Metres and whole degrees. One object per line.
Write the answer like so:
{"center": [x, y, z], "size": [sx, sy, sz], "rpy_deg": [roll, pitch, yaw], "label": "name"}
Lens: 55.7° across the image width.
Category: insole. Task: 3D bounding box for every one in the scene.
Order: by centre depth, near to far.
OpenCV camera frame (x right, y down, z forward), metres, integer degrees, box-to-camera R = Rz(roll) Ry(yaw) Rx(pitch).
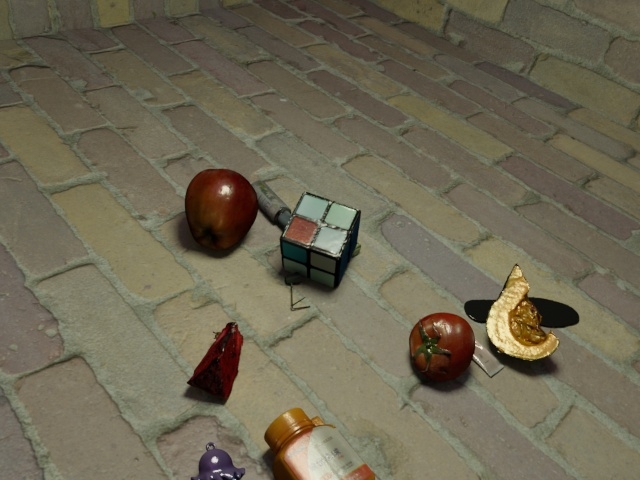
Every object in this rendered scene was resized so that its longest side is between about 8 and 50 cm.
{"center": [0.577, 0.205, 1.734], "size": [0.348, 0.009, 0.119], "rpy_deg": [2, 39, -11], "label": "insole"}

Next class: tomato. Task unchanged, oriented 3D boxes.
{"center": [0.306, 0.258, 1.507], "size": [0.167, 0.167, 0.167], "rpy_deg": [6, 39, -5], "label": "tomato"}

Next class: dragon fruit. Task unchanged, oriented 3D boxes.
{"center": [-0.243, 0.260, 1.410], "size": [0.092, 0.123, 0.192], "rpy_deg": [2, 40, 13], "label": "dragon fruit"}

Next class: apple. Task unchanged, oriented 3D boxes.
{"center": [-0.288, -0.095, 1.738], "size": [0.233, 0.234, 0.234], "rpy_deg": [6, 39, -5], "label": "apple"}

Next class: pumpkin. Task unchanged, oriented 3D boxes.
{"center": [0.509, 0.218, 1.638], "size": [0.162, 0.111, 0.279], "rpy_deg": [-14, 56, -4], "label": "pumpkin"}

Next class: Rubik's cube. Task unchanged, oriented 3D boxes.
{"center": [0.000, 0.000, 1.695], "size": [0.180, 0.167, 0.184], "rpy_deg": [21, 58, 11], "label": "Rubik's cube"}

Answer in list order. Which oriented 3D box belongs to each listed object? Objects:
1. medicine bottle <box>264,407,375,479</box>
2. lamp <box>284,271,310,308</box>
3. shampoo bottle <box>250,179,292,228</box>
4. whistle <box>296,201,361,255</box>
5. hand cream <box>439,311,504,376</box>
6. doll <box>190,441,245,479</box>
{"center": [-0.013, 0.454, 1.223], "size": [0.149, 0.112, 0.222], "rpy_deg": [-21, 49, -33], "label": "medicine bottle"}
{"center": [-0.070, 0.136, 1.658], "size": [0.054, 0.041, 0.121], "rpy_deg": [-13, 41, -14], "label": "lamp"}
{"center": [-0.150, -0.109, 1.906], "size": [0.072, 0.072, 0.214], "rpy_deg": [-19, 47, -31], "label": "shampoo bottle"}
{"center": [0.018, -0.040, 1.863], "size": [0.258, 0.067, 0.126], "rpy_deg": [38, 32, 23], "label": "whistle"}
{"center": [0.385, 0.270, 1.598], "size": [0.052, 0.038, 0.216], "rpy_deg": [-40, 60, -11], "label": "hand cream"}
{"center": [-0.192, 0.492, 1.181], "size": [0.109, 0.067, 0.206], "rpy_deg": [2, 49, -32], "label": "doll"}
